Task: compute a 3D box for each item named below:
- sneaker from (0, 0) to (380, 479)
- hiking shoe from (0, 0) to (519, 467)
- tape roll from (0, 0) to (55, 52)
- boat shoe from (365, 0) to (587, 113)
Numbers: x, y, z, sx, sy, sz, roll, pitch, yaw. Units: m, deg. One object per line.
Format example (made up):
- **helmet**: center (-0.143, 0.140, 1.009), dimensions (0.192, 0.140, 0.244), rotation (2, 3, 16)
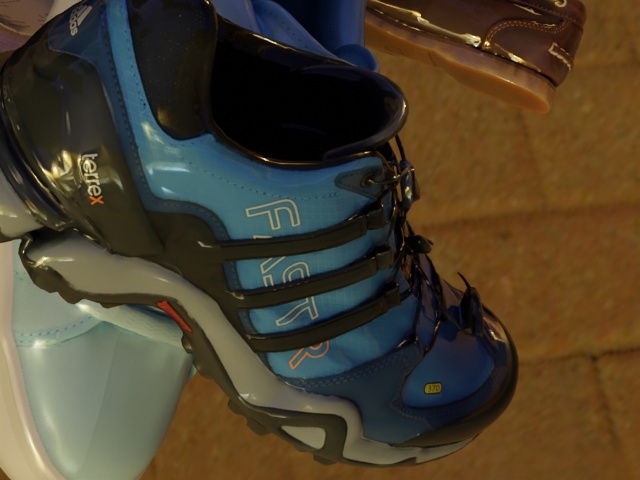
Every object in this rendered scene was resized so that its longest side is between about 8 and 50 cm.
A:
- **sneaker**: center (-0.055, -0.051, 0.822), dimensions (0.135, 0.150, 0.366), rotation (15, 87, -43)
- **hiking shoe**: center (0.000, 0.000, 0.721), dimensions (0.304, 0.132, 0.113), rotation (31, 36, -40)
- **tape roll**: center (-0.169, -0.223, 1.096), dimensions (0.275, 0.275, 0.090), rotation (-40, 52, -22)
- **boat shoe**: center (0.056, -0.144, 1.077), dimensions (0.207, 0.073, 0.073), rotation (22, 84, 7)
